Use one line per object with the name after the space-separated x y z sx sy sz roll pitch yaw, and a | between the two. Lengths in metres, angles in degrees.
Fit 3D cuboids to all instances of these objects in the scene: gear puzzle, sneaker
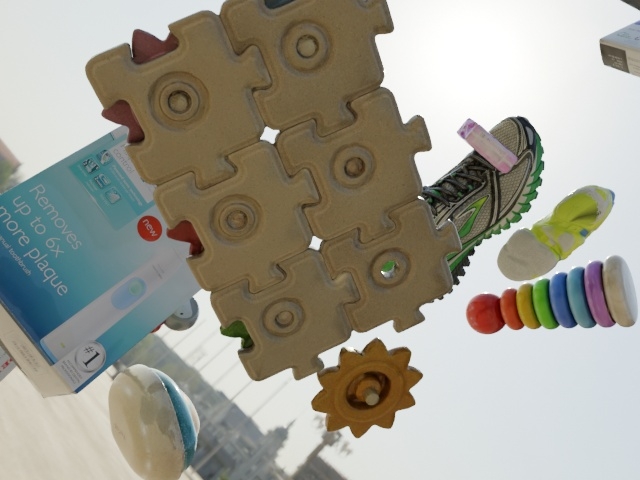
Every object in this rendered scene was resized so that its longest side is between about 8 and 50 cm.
0.000 0.000 0.459 0.044 0.175 0.339 -122 -171 -62 | gear puzzle
0.422 -0.012 1.189 0.240 0.126 0.091 -44 -109 43 | sneaker
0.219 -0.053 1.084 0.146 0.344 0.134 27 14 -37 | sneaker

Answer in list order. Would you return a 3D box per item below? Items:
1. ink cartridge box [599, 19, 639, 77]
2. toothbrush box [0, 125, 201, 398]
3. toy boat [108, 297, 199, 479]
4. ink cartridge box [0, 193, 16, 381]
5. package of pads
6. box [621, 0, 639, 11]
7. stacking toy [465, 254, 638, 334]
0.708 -0.395 1.201 0.069 0.370 0.176 63 0 -29 | ink cartridge box
-0.257 0.008 0.810 0.126 0.295 0.216 -19 -73 50 | toothbrush box
-0.273 0.250 1.167 0.267 0.148 0.318 19 -67 57 | toy boat
-0.479 0.075 0.926 0.114 0.198 0.273 30 -32 17 | ink cartridge box
0.231 -0.131 0.942 0.083 0.032 0.050 36 13 -15 | package of pads
0.270 -0.541 0.580 0.479 0.472 0.297 32 -8 5 | box
0.449 0.123 1.373 0.330 0.141 0.141 -13 -58 33 | stacking toy
